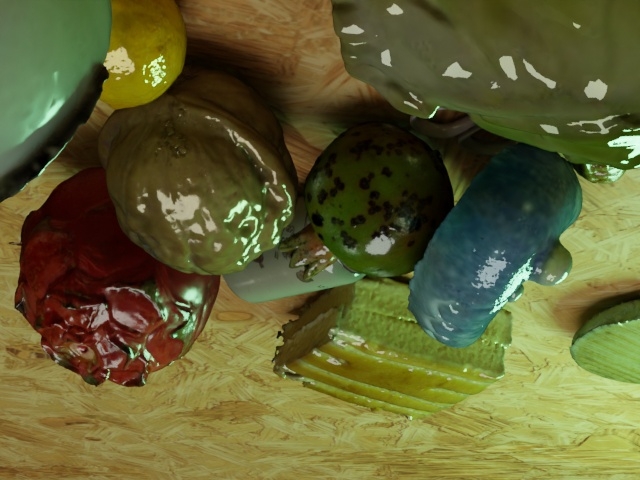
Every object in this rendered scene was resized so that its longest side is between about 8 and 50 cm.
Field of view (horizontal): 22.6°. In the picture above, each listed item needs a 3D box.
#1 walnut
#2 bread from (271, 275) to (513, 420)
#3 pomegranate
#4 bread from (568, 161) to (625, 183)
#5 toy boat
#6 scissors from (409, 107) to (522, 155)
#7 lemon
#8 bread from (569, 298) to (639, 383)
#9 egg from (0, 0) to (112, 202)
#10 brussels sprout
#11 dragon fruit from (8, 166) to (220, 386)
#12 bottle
[{"bbox_3d":[-0.119,-0.066,1.582,0.198,0.198,0.245,1,147,16],"label":"walnut"},{"bbox_3d":[0.084,0.141,2.083,0.246,0.111,0.239,17,154,-20],"label":"bread"},{"bbox_3d":[0.044,-0.032,1.632,0.159,0.159,0.205,26,130,-36],"label":"pomegranate"},{"bbox_3d":[0.269,-0.094,1.561,0.066,0.060,0.110,15,159,22],"label":"bread"},{"bbox_3d":[0.192,0.020,1.612,0.123,0.215,0.330,40,167,12],"label":"toy boat"},{"bbox_3d":[0.184,-0.136,1.527,0.118,0.030,0.242,18,158,-22],"label":"scissors"},{"bbox_3d":[-0.175,-0.178,1.439,0.114,0.114,0.155,5,156,7],"label":"lemon"},{"bbox_3d":[0.449,0.129,2.029,0.267,0.040,0.267,5,156,2],"label":"bread"},{"bbox_3d":[-0.365,-0.216,1.150,0.354,0.354,0.340,-3,140,24],"label":"egg"},{"bbox_3d":[0.160,-0.200,1.105,0.316,0.274,0.242,14,179,-3],"label":"brussels sprout"},{"bbox_3d":[-0.220,0.037,1.751,0.241,0.241,0.252,-10,-171,35],"label":"dragon fruit"},{"bbox_3d":[0.000,0.000,1.796,0.233,0.110,0.110,-15,148,39],"label":"bottle"}]
